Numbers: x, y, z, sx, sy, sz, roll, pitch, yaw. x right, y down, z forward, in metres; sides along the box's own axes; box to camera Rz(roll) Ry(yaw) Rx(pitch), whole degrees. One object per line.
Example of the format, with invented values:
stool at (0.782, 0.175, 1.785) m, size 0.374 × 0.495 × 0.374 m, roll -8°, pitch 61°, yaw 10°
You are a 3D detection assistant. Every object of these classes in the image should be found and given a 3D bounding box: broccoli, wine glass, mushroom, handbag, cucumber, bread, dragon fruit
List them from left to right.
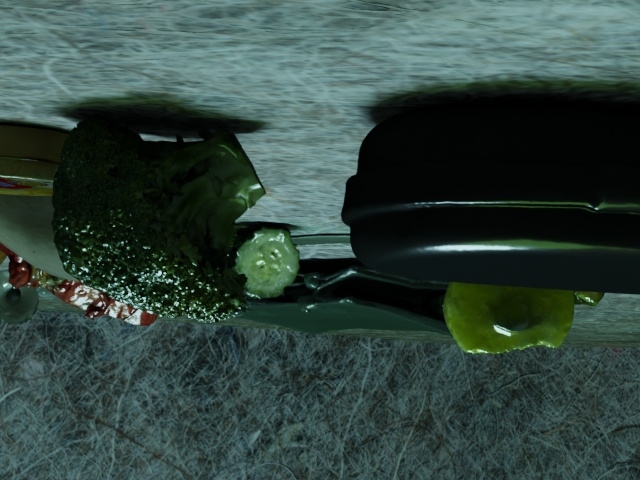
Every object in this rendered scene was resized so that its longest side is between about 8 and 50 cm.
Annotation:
wine glass at (-0.300, 0.042, 1.965) m, size 0.066 × 0.066 × 0.198 m, roll 2°, pitch -170°, yaw 13°
mushroom at (-0.183, -0.016, 1.388) m, size 0.212 × 0.088 × 0.097 m, roll 7°, pitch -152°, yaw 15°
dragon fruit at (-0.241, 0.007, 1.873) m, size 0.192 × 0.122 × 0.092 m, roll 11°, pitch 132°, yaw -34°
broccoli at (-0.104, -0.016, 1.168) m, size 0.138 × 0.146 × 0.162 m, roll -29°, pitch 152°, yaw 2°
cucumber at (-0.091, 0.026, 1.856) m, size 0.077 × 0.077 × 0.265 m, roll 5°, pitch 177°, yaw -21°
handbag at (0.017, 0.072, 2.228) m, size 0.247 × 0.079 × 0.260 m, roll -2°, pitch 172°, yaw 39°
bread at (0.187, 0.059, 1.835) m, size 0.129 × 0.111 × 0.114 m, roll 2°, pitch 179°, yaw -6°
handbag at (0.167, -0.023, 1.093) m, size 0.308 × 0.093 × 0.254 m, roll 4°, pitch 173°, yaw -11°

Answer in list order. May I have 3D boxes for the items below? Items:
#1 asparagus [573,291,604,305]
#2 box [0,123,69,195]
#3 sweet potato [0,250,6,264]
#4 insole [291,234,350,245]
asparagus at (0.291, 0.058, 2.123) m, size 0.045 × 0.041 × 0.178 m, roll 12°, pitch 174°, yaw -7°
box at (-0.215, -0.055, 1.241) m, size 0.105 × 0.037 × 0.105 m, roll 2°, pitch 175°, yaw 0°
sweet potato at (-0.350, 0.008, 1.951) m, size 0.044 × 0.044 × 0.179 m, roll 5°, pitch 170°, yaw -21°
insole at (0.000, 0.001, 1.875) m, size 0.232 × 0.003 × 0.080 m, roll -2°, pitch 172°, yaw 42°
